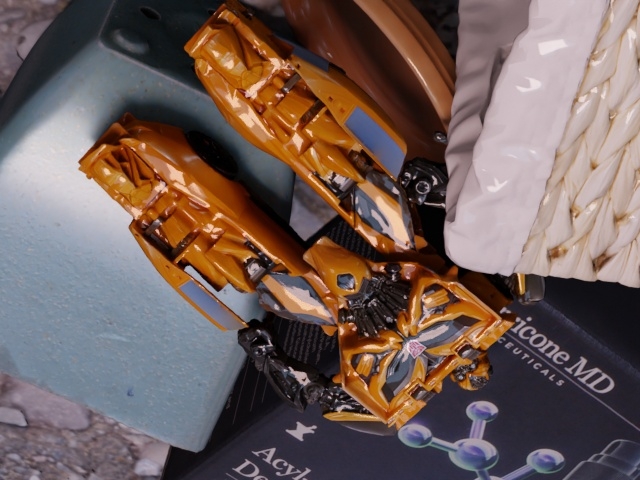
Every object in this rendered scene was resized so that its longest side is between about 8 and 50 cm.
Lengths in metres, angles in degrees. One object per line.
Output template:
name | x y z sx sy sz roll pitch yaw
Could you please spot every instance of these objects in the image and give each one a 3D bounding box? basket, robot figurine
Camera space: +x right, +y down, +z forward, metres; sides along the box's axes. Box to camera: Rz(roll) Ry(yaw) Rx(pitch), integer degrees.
basket | 0.232 -0.174 0.815 0.266 0.328 0.331 13 132 -4
robot figurine | 0.000 0.000 0.916 0.291 0.085 0.211 42 107 -7

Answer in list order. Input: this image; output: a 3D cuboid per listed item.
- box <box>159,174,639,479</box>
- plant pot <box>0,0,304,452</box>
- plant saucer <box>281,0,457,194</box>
box | 0.110 0.123 1.183 0.293 0.212 0.395 35 128 -19
plant pot | -0.131 -0.049 1.066 0.248 0.247 0.252 25 120 -12
plant saucer | 0.045 -0.121 1.019 0.037 0.200 0.200 -38 125 -12
